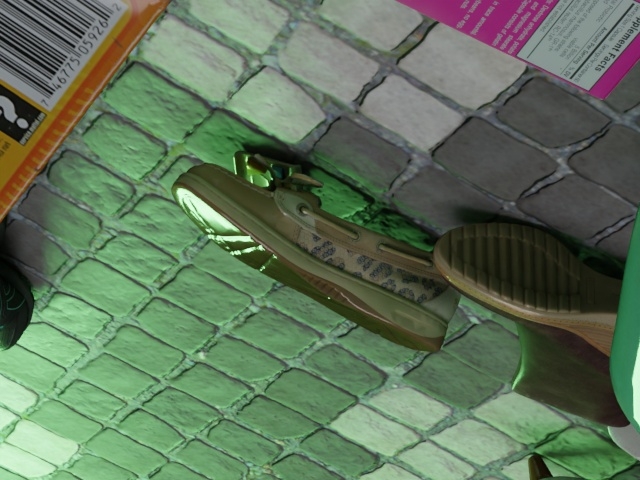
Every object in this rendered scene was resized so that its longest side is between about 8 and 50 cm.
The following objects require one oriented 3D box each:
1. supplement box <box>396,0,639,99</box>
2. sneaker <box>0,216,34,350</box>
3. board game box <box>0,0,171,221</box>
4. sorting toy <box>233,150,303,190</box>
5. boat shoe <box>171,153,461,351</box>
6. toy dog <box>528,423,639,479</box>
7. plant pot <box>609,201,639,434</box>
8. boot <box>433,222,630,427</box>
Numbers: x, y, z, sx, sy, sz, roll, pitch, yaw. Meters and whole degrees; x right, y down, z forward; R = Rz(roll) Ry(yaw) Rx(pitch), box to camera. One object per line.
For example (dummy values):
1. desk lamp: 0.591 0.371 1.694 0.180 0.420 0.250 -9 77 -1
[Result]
1. supplement box: 0.129 -0.205 1.203 0.220 0.111 0.114 25 146 -9
2. sneaker: -0.366 0.050 1.841 0.101 0.106 0.267 11 148 11
3. board game box: -0.260 -0.232 1.060 0.356 0.356 0.356 34 134 -12
4. sorting toy: -0.047 -0.047 1.617 0.062 0.012 0.083 12 146 10
5. boat shoe: 0.000 0.000 1.594 0.285 0.089 0.104 31 168 -20
6. toy dog: 0.309 0.252 1.787 0.334 0.161 0.220 -8 138 13
7. plant pot: 0.351 0.004 1.253 0.293 0.293 0.235 8 129 18
8. boot: 0.199 0.088 1.614 0.248 0.090 0.207 17 145 -3
